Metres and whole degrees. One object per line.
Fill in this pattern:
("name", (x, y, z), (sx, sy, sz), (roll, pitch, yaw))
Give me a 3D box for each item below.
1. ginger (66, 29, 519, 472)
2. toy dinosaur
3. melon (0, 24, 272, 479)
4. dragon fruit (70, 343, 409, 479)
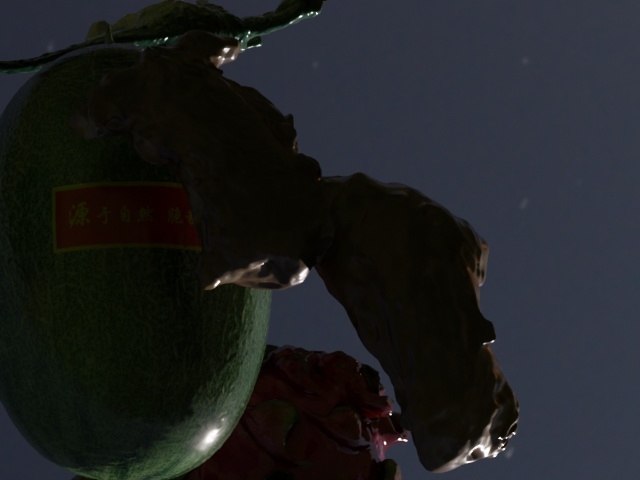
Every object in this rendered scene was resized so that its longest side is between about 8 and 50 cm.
("ginger", (-0.002, -0.002, 0.879), (0.290, 0.084, 0.122), (43, -127, 14))
("toy dinosaur", (-0.174, -0.167, 1.471), (0.383, 0.129, 0.076), (-18, -92, -23))
("melon", (-0.119, 0.002, 1.010), (0.182, 0.182, 0.287), (-1, -104, -26))
("dragon fruit", (-0.070, 0.174, 1.267), (0.273, 0.218, 0.198), (2, -116, 21))
